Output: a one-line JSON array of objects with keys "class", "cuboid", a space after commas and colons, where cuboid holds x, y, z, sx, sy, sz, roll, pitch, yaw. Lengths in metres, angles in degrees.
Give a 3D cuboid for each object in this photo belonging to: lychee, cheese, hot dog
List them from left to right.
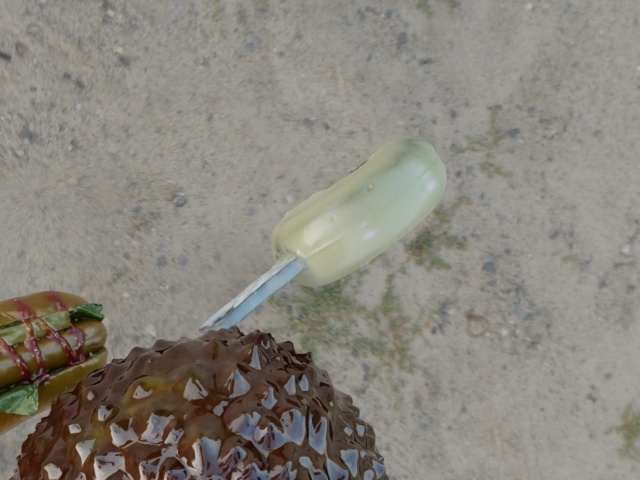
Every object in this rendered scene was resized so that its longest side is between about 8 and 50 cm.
[{"class": "hot dog", "cuboid": [-0.269, 0.103, 0.552, 0.250, 0.076, 0.104, -14, 79, -44]}, {"class": "lychee", "cuboid": [-0.084, 0.197, 0.515, 0.276, 0.304, 0.275, -3, 120, -6]}, {"class": "cheese", "cuboid": [0.009, -0.003, 0.654, 0.070, 0.163, 0.249, 55, 41, -8]}]
